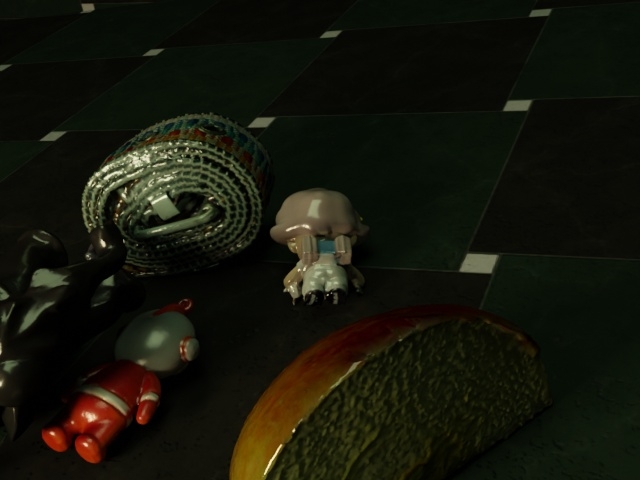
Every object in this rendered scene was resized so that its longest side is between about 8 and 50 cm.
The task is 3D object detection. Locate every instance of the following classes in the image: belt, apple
[{"bbox_3d":[-0.217,-0.060,1.240,0.294,0.207,0.160,-10,28,9],"label":"belt"},{"bbox_3d":[0.062,0.162,0.815,0.346,0.179,0.254,-25,-6,-21],"label":"apple"}]

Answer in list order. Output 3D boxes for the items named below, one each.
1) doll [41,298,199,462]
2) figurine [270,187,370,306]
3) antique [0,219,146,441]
[{"bbox_3d":[-0.223,0.155,1.017,0.142,0.076,0.245,7,40,29],"label":"doll"},{"bbox_3d":[0.000,0.000,1.160,0.137,0.112,0.229,-6,41,3],"label":"figurine"},{"bbox_3d":[-0.374,0.116,1.003,0.322,0.185,0.255,-30,11,30],"label":"antique"}]
